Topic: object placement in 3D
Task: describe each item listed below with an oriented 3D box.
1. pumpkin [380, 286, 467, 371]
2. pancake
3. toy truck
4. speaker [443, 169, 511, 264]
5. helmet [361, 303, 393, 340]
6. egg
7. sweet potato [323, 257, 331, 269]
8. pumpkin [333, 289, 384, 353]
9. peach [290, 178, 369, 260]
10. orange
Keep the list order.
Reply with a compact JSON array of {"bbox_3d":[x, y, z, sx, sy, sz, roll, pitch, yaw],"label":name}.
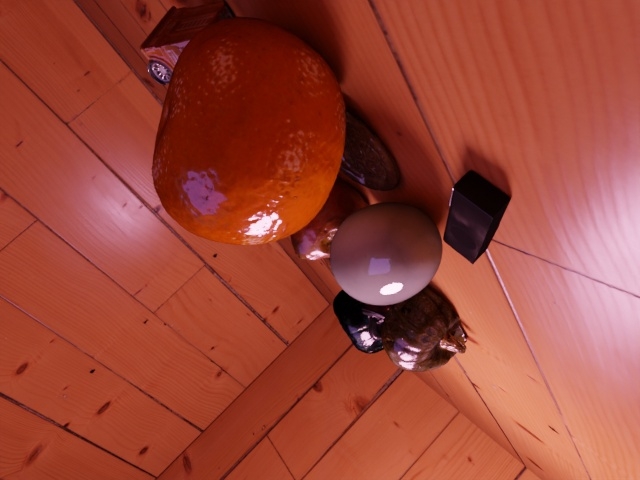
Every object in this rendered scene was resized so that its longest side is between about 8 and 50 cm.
[{"bbox_3d":[0.319,0.307,1.445,0.242,0.232,0.325,33,167,44],"label":"pumpkin"},{"bbox_3d":[0.073,-0.196,1.000,0.250,0.031,0.250,43,166,13],"label":"pancake"},{"bbox_3d":[-0.226,-0.360,1.133,0.206,0.173,0.388,4,147,29],"label":"toy truck"},{"bbox_3d":[0.264,-0.033,0.816,0.082,0.044,0.218,42,170,21],"label":"speaker"},{"bbox_3d":[0.254,0.283,1.695,0.216,0.193,0.189,34,169,-9],"label":"helmet"},{"bbox_3d":[0.142,0.029,1.043,0.230,0.230,0.371,46,166,0],"label":"egg"},{"bbox_3d":[0.041,0.056,1.986,0.292,0.097,0.097,45,170,14],"label":"sweet potato"},{"bbox_3d":[0.202,0.331,2.024,0.315,0.238,0.315,63,175,11],"label":"pumpkin"},{"bbox_3d":[0.020,-0.042,1.271,0.214,0.235,0.214,44,180,0],"label":"peach"},{"bbox_3d":[-0.128,-0.188,0.872,0.326,0.424,0.424,14,-174,-27],"label":"orange"}]
